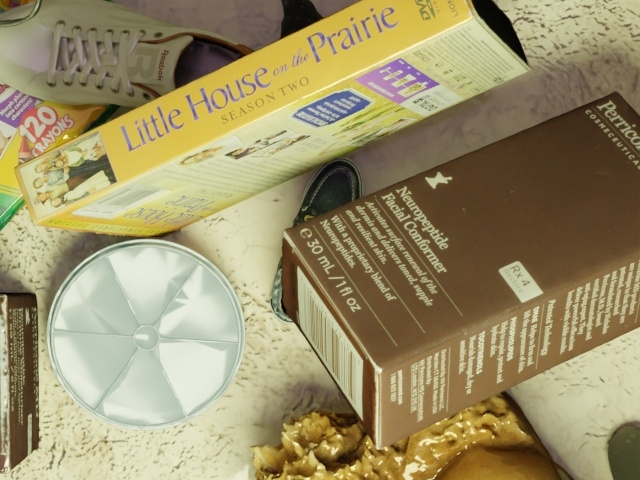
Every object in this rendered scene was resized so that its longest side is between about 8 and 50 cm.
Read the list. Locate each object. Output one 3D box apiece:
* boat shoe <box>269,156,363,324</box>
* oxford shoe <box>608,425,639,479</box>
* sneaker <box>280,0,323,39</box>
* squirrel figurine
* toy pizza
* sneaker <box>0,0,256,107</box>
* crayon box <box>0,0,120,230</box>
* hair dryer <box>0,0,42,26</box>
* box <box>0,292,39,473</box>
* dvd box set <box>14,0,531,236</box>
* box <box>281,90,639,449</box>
[{"bbox_3d":[0.000,0.000,1.566,0.065,0.083,0.183,20,88,-2],"label":"boat shoe"},{"bbox_3d":[0.362,0.290,1.584,0.076,0.076,0.212,-30,74,-1],"label":"oxford shoe"},{"bbox_3d":[-0.022,-0.166,1.589,0.089,0.051,0.170,17,84,-1],"label":"sneaker"},{"bbox_3d":[0.091,0.340,1.506,0.370,0.281,0.397,-37,76,8],"label":"squirrel figurine"},{"bbox_3d":[-0.177,0.095,1.571,0.201,0.032,0.201,-1,101,-5],"label":"toy pizza"},{"bbox_3d":[-0.183,-0.178,1.467,0.290,0.123,0.106,6,91,-4],"label":"sneaker"},{"bbox_3d":[-0.312,-0.146,1.559,0.165,0.081,0.278,43,87,-2],"label":"crayon box"},{"bbox_3d":[-0.367,-0.334,1.525,0.293,0.080,0.223,15,61,24],"label":"hair dryer"},{"bbox_3d":[-0.369,0.134,1.490,0.167,0.203,0.168,-1,89,-2],"label":"box"},{"bbox_3d":[-0.029,-0.114,1.406,0.420,0.307,0.062,-24,82,15],"label":"dvd box set"},{"bbox_3d":[0.174,0.023,1.468,0.381,0.143,0.191,-23,53,-18],"label":"box"}]
